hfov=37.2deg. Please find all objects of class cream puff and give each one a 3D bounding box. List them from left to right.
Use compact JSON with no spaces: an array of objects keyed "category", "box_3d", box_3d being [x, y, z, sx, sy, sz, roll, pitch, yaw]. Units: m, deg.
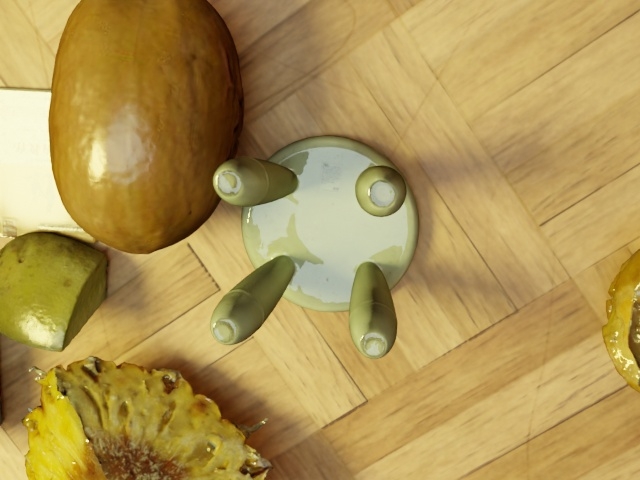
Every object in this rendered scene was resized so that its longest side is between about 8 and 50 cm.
[{"category":"cream puff","box_3d":[0.371,0.081,0.948,0.189,0.129,0.189,0,93,6]}]

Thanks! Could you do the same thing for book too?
[{"category":"book","box_3d":[-0.310,-0.085,1.073,0.118,0.012,0.172,3,103,9]}]

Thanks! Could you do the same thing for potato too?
[{"category":"potato","box_3d":[-0.322,0.050,1.042,0.149,0.120,0.081,7,116,6]}]

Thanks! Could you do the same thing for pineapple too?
[{"category":"pineapple","box_3d":[-0.188,0.304,1.086,0.344,0.209,0.286,54,137,19]}]

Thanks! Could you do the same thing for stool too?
[{"category":"stool","box_3d":[0.000,0.000,0.951,0.195,0.199,0.195,4,102,6]}]

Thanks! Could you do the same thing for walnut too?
[{"category":"walnut","box_3d":[-0.170,-0.134,0.949,0.203,0.203,0.298,10,100,6]}]

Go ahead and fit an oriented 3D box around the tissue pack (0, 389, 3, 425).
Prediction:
[{"category":"tissue pack","box_3d":[-0.414,0.163,1.093,0.060,0.108,0.148,3,103,6]}]
